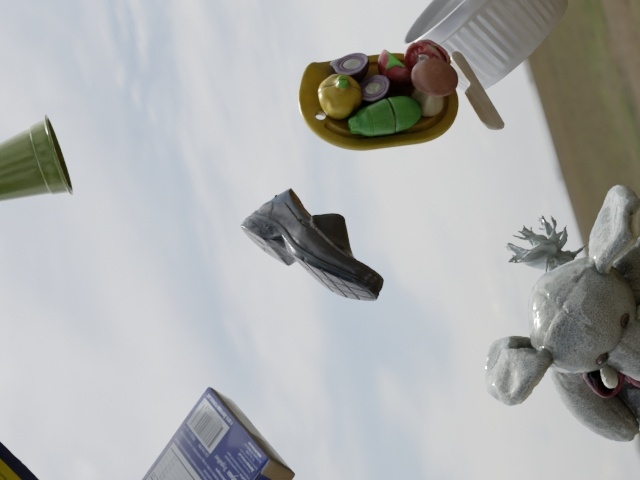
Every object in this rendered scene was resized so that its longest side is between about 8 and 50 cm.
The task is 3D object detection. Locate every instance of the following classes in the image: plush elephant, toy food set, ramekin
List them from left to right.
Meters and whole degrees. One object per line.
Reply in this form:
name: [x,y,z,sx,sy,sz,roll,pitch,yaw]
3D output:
toy food set: [0.086,-0.171,1.766,0.071,0.218,0.128,102,154,-54]
ramekin: [0.213,-0.279,2.044,0.109,0.207,0.207,44,-163,-11]
plush elephant: [0.317,0.091,1.719,0.330,0.272,0.255,33,-163,12]

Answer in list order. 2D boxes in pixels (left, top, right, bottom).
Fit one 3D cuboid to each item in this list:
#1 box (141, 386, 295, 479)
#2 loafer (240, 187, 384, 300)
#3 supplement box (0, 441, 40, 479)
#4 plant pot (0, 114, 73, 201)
box: [-0.122,0.244,1.348,0.036,0.225,0.136,35,-177,-33]
loafer: [0.000,0.000,1.455,0.170,0.061,0.062,31,167,40]
supplement box: [-0.426,0.296,1.469,0.194,0.195,0.356,47,-158,-11]
plant pot: [-0.294,-0.072,1.619,0.083,0.079,0.083,161,90,-87]
